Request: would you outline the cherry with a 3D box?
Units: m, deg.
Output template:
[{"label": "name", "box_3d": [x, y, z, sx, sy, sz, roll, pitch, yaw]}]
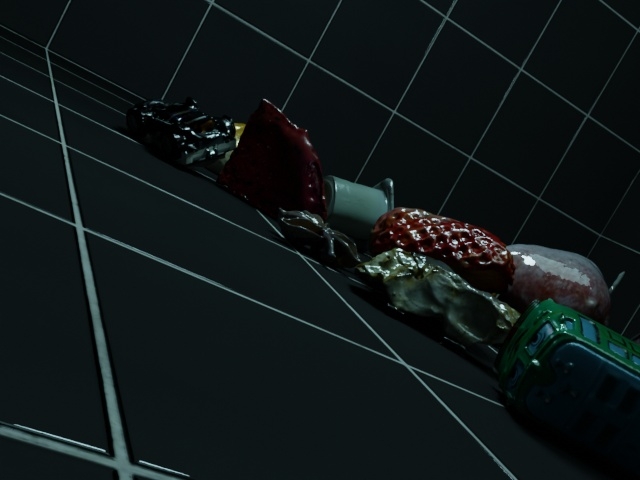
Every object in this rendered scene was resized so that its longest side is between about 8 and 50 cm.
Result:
[{"label": "cherry", "box_3d": [0.595, 0.147, 2.073, 0.335, 0.291, 0.326, 28, 11, 13]}]

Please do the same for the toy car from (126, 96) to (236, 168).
[{"label": "toy car", "box_3d": [-0.352, -0.277, 1.951, 0.193, 0.118, 0.301, -25, 39, -39]}]

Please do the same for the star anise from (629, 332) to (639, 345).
[{"label": "star anise", "box_3d": [0.641, 0.274, 1.690, 0.220, 0.214, 0.099, 47, 8, -10]}]

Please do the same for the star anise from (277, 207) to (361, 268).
[{"label": "star anise", "box_3d": [-0.001, -0.004, 1.680, 0.212, 0.073, 0.197, 33, 11, 6]}]

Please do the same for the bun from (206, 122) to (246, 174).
[{"label": "bun", "box_3d": [-0.219, -0.253, 2.252, 0.299, 0.164, 0.299, 30, 6, -3]}]

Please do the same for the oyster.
[{"label": "oyster", "box_3d": [0.221, 0.113, 1.497, 0.337, 0.133, 0.198, 27, 13, 27]}]

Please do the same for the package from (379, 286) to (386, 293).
[{"label": "package", "box_3d": [0.213, 0.129, 1.752, 0.154, 0.030, 0.239, 30, 7, 25]}]

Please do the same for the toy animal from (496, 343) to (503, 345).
[{"label": "toy animal", "box_3d": [0.479, 0.241, 1.842, 0.188, 0.089, 0.179, 32, 23, 26]}]

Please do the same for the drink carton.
[{"label": "drink carton", "box_3d": [0.081, -0.085, 2.153, 0.190, 0.190, 0.185, 16, -25, -33]}]

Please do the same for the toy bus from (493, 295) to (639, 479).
[{"label": "toy bus", "box_3d": [0.451, 0.249, 1.215, 0.344, 0.183, 0.199, 29, 12, 6]}]

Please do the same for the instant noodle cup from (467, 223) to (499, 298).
[{"label": "instant noodle cup", "box_3d": [0.353, 0.092, 1.917, 0.172, 0.215, 0.216, 41, 8, 7]}]

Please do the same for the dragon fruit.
[{"label": "dragon fruit", "box_3d": [-0.110, -0.126, 1.938, 0.330, 0.240, 0.302, 54, -14, 19]}]

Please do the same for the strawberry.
[{"label": "strawberry", "box_3d": [0.268, 0.015, 1.678, 0.336, 0.149, 0.265, 6, -23, 42]}]
